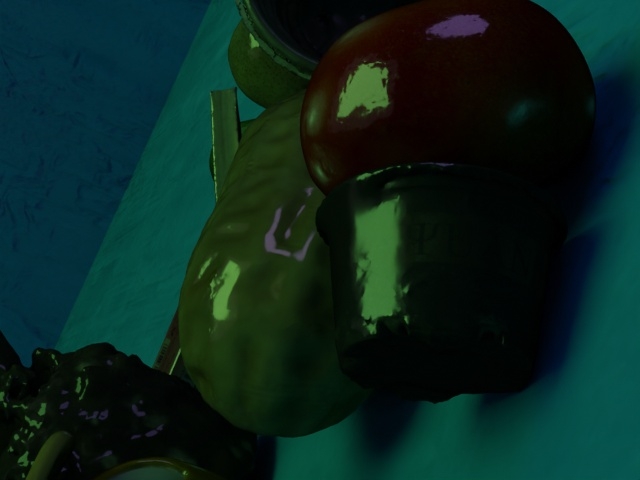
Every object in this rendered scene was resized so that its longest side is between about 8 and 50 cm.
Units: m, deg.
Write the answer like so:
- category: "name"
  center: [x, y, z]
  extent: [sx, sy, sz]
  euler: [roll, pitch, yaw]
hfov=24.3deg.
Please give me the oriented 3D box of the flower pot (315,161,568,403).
- category: "flower pot"
  center: [0.073, 0.034, 0.907]
  extent: [0.157, 0.157, 0.106]
  euler: [137, 142, -55]

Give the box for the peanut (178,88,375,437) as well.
- category: "peanut"
  center: [0.000, 0.000, 1.166]
  extent: [0.387, 0.170, 0.192]
  euler: [-72, -20, -48]

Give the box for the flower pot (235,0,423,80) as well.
- category: "flower pot"
  center: [0.037, -0.237, 1.403]
  extent: [0.140, 0.235, 0.235]
  euler: [78, -145, -80]

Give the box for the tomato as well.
- category: "tomato"
  center: [0.081, -0.089, 0.971]
  extent: [0.195, 0.195, 0.136]
  euler: [174, 84, -73]

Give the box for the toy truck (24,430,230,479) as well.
- category: "toy truck"
  center: [-0.161, 0.275, 1.082]
  extent: [0.204, 0.212, 0.288]
  euler: [-54, 1, 38]

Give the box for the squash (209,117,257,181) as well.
- category: "squash"
  center: [-0.052, -0.085, 1.609]
  extent: [0.107, 0.107, 0.395]
  euler: [-65, 16, -6]

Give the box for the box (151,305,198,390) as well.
- category: "box"
  center: [-0.137, 0.116, 1.651]
  extent: [0.156, 0.060, 0.111]
  euler: [-68, 14, -4]

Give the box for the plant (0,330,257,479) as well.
- category: "plant"
  center: [-0.228, 0.198, 1.311]
  extent: [0.213, 0.312, 0.215]
  euler: [-45, 21, 59]

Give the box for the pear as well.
- category: "pear"
  center: [-0.023, -0.211, 1.646]
  extent: [0.167, 0.136, 0.167]
  euler: [-46, -1, -1]

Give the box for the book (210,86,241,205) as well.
- category: "book"
  center: [-0.078, 0.001, 1.377]
  extent: [0.282, 0.025, 0.214]
  euler: [96, 170, -79]
